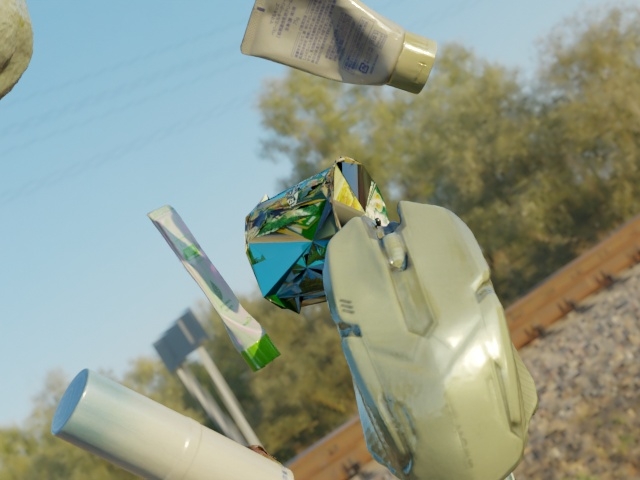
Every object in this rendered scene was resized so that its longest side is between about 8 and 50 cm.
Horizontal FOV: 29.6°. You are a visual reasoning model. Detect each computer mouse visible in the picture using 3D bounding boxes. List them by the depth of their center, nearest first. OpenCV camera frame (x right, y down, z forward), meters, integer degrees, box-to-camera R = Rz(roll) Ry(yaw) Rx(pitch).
[{"bbox_3d":[0.134,0.121,1.540,0.228,0.429,0.145,-17,-32,1],"label":"computer mouse"}]

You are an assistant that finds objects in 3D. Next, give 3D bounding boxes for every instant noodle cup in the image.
[{"bbox_3d":[0.000,0.000,1.956,0.178,0.240,0.240,-21,0,24],"label":"instant noodle cup"}]

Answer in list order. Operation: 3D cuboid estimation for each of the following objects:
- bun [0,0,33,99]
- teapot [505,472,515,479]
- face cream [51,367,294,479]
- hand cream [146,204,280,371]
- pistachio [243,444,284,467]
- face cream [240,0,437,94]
[{"bbox_3d":[-0.585,-0.267,1.716,0.362,0.211,0.362,-10,-6,-1],"label":"bun"},{"bbox_3d":[0.216,0.374,1.592,0.129,0.294,0.193,-22,-33,6],"label":"teapot"},{"bbox_3d":[-0.149,0.219,1.247,0.077,0.250,0.077,-48,22,27],"label":"face cream"},{"bbox_3d":[-0.156,0.066,1.758,0.050,0.275,0.079,-35,1,-9],"label":"hand cream"},{"bbox_3d":[-0.059,0.326,1.440,0.089,0.173,0.049,-18,-12,24],"label":"pistachio"},{"bbox_3d":[0.025,-0.245,1.455,0.070,0.224,0.114,-95,25,-65],"label":"face cream"}]
